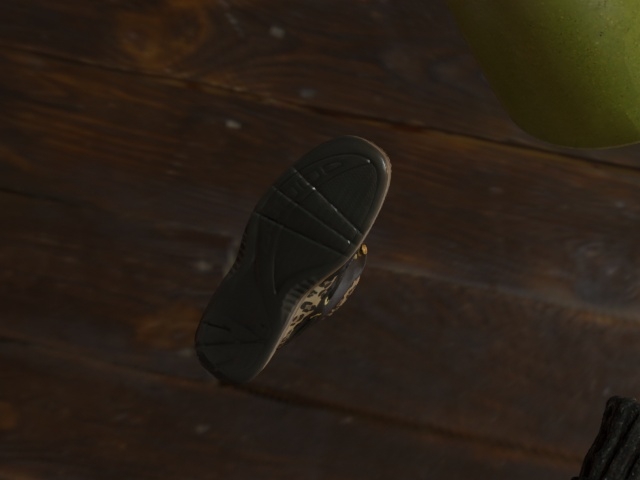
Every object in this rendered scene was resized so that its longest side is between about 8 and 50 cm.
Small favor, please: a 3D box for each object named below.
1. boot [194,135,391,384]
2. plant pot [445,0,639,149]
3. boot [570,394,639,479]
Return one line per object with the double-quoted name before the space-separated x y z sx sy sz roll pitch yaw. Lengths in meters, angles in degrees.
"boot" -0.002 0.000 1.601 0.085 0.178 0.236 37 112 9
"plant pot" 0.167 -0.260 1.361 0.275 0.275 0.293 -37 128 10
"boot" 0.189 0.236 1.565 0.348 0.131 0.260 27 97 -34
